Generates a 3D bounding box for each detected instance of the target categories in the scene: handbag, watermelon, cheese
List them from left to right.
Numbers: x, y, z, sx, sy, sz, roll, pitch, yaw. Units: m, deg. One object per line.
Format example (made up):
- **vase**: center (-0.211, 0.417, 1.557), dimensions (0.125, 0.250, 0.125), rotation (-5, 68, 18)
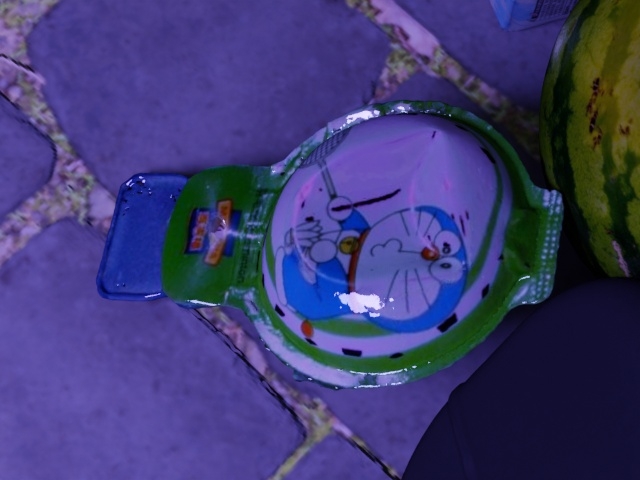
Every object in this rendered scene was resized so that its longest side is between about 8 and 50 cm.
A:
- **cheese**: center (0.000, 0.000, 1.197), dimensions (0.320, 0.083, 0.204), rotation (2, 67, 23)
- **handbag**: center (0.145, 0.154, 1.083), dimensions (0.093, 0.308, 0.254), rotation (22, 37, -29)
- **watermelon**: center (0.280, -0.072, 1.175), dimensions (0.285, 0.285, 0.285), rotation (1, 69, -4)

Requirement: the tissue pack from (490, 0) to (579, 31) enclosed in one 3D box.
- **tissue pack**: center (0.190, -0.271, 1.271), dimensions (0.159, 0.229, 0.145), rotation (-18, 70, -10)
